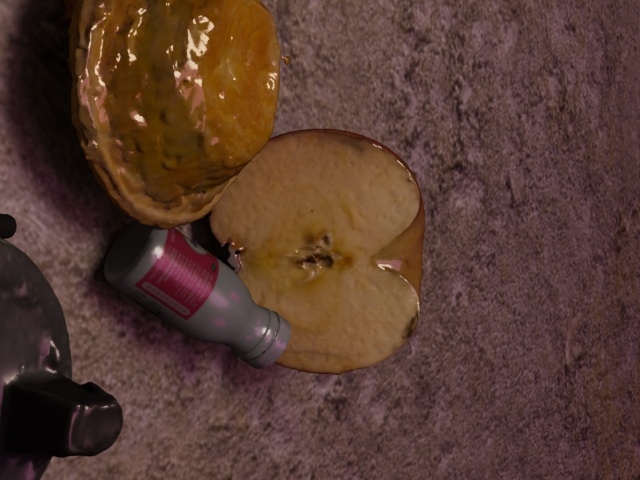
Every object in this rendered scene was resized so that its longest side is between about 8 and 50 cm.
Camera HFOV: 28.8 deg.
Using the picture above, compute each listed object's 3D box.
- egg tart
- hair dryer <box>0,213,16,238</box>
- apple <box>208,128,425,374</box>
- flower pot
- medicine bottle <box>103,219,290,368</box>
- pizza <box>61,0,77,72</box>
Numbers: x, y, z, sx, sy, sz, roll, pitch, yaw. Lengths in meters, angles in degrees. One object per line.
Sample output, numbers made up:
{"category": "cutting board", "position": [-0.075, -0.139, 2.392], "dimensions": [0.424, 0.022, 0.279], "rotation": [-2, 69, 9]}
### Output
{"category": "egg tart", "position": [-0.128, -0.166, 1.267], "dimensions": [0.319, 0.128, 0.319], "rotation": [-12, 104, -59]}
{"category": "hair dryer", "position": [-0.316, -0.043, 1.194], "dimensions": [0.047, 0.026, 0.083], "rotation": [0, 90, -57]}
{"category": "apple", "position": [0.000, 0.000, 1.507], "dimensions": [0.163, 0.251, 0.293], "rotation": [-83, 173, -76]}
{"category": "flower pot", "position": [-0.332, 0.131, 0.981], "dimensions": [0.299, 0.283, 0.299], "rotation": [-15, 109, -54]}
{"category": "medicine bottle", "position": [-0.130, 0.062, 1.370], "dimensions": [0.217, 0.090, 0.090], "rotation": [38, 65, -31]}
{"category": "pizza", "position": [-0.216, -0.210, 1.286], "dimensions": [0.185, 0.036, 0.176], "rotation": [14, 88, -57]}
